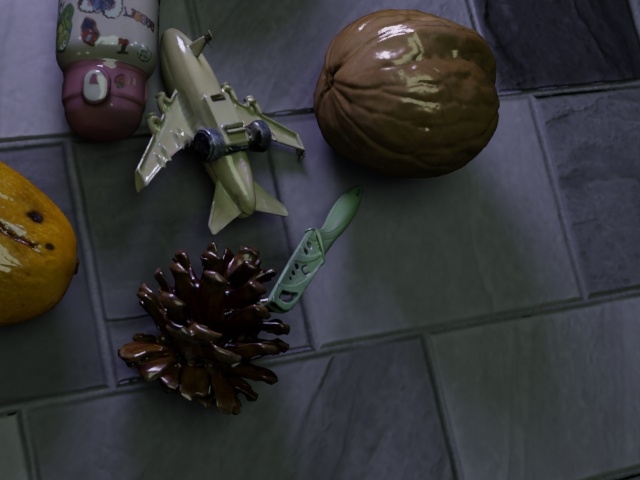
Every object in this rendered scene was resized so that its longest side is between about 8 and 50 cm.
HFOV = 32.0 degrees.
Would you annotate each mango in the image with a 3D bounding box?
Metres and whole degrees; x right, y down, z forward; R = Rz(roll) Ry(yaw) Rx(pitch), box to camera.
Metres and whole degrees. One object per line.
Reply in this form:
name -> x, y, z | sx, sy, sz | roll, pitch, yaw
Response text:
mango -> -0.393, -0.018, 1.159 | 0.294, 0.120, 0.177 | 27, 66, -12

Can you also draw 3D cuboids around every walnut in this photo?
walnut -> 0.108, -0.177, 1.353 | 0.227, 0.228, 0.228 | 6, 74, -20

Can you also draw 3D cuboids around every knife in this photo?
knife -> -0.002, 0.001, 1.286 | 0.043, 0.019, 0.293 | 60, 32, -18

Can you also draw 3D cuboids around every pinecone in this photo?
pinecone -> -0.118, 0.093, 1.221 | 0.179, 0.150, 0.195 | 28, 63, -7

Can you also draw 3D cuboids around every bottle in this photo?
bottle -> -0.243, -0.239, 1.278 | 0.120, 0.120, 0.253 | 5, 74, -20

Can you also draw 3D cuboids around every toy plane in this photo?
toy plane -> -0.128, -0.135, 1.313 | 0.241, 0.104, 0.256 | -17, 88, -39
